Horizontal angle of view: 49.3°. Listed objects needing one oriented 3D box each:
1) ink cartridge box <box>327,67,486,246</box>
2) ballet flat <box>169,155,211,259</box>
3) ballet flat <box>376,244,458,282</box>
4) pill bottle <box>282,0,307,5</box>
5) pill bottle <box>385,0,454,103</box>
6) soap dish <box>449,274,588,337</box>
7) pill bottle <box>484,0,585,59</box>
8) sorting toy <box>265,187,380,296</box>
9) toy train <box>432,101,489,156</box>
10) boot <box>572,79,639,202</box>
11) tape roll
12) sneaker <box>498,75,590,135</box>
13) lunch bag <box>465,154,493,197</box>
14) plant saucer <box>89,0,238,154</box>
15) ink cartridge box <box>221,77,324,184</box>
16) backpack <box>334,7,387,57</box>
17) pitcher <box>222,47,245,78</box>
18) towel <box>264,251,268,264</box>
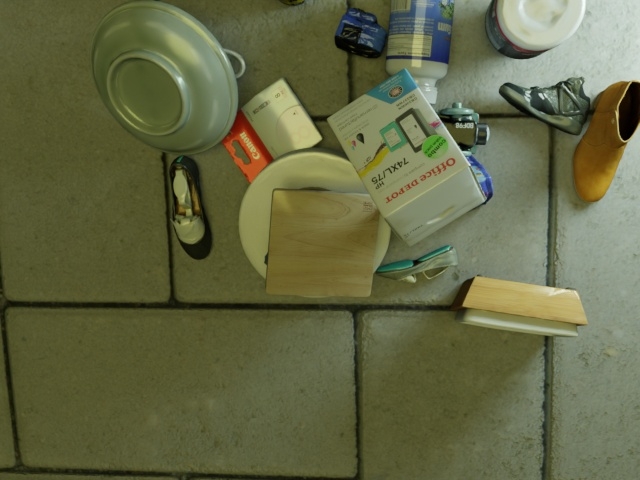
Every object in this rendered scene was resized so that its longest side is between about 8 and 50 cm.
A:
[{"bbox_3d":[0.181,-0.166,1.452,0.198,0.197,0.270,-32,63,9],"label":"ink cartridge box"},{"bbox_3d":[-0.353,-0.079,1.821,0.095,0.096,0.280,-9,98,7],"label":"ballet flat"},{"bbox_3d":[0.251,0.075,1.797,0.213,0.072,0.068,-18,101,8],"label":"ballet flat"},{"bbox_3d":[-0.077,-0.631,1.646,0.119,0.208,0.119,1,99,6],"label":"pill bottle"},{"bbox_3d":[0.235,-0.467,1.669,0.152,0.152,0.272,5,100,5],"label":"pill bottle"},{"bbox_3d":[0.480,0.163,1.718,0.291,0.229,0.118,9,83,5],"label":"soap dish"},{"bbox_3d":[0.463,-0.499,1.556,0.176,0.318,0.176,1,100,6],"label":"pill bottle"},{"bbox_3d":[0.000,0.000,1.689,0.257,0.089,0.255,3,106,-10],"label":"sorting toy"},{"bbox_3d":[0.232,-0.262,1.683,0.334,0.190,0.142,1,100,5],"label":"toy train"},{"bbox_3d":[0.675,-0.225,1.633,0.104,0.211,0.295,8,100,5],"label":"boot"},{"bbox_3d":[-0.012,-0.043,1.779,0.392,0.072,0.392,1,107,4],"label":"tape roll"},{"bbox_3d":[0.551,-0.356,1.690,0.228,0.087,0.130,23,99,-1],"label":"sneaker"},{"bbox_3d":[0.286,-0.101,1.651,0.221,0.293,0.138,-16,97,8],"label":"lunch bag"},{"bbox_3d":[-0.399,-0.369,1.687,0.400,0.100,0.400,11,128,14],"label":"plant saucer"},{"bbox_3d":[-0.136,-0.275,1.790,0.232,0.066,0.189,-33,95,6],"label":"ink cartridge box"},{"bbox_3d":[0.105,-0.505,1.705,0.120,0.098,0.101,23,97,3],"label":"backpack"},{"bbox_3d":[-0.308,-0.456,1.749,0.178,0.125,0.207,-39,103,4],"label":"pitcher"},{"bbox_3d":[-0.087,0.021,1.753,0.067,0.029,0.119,33,106,-10],"label":"towel"}]
